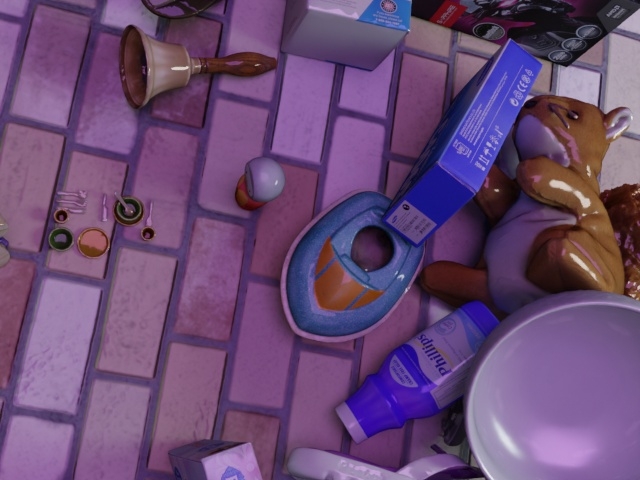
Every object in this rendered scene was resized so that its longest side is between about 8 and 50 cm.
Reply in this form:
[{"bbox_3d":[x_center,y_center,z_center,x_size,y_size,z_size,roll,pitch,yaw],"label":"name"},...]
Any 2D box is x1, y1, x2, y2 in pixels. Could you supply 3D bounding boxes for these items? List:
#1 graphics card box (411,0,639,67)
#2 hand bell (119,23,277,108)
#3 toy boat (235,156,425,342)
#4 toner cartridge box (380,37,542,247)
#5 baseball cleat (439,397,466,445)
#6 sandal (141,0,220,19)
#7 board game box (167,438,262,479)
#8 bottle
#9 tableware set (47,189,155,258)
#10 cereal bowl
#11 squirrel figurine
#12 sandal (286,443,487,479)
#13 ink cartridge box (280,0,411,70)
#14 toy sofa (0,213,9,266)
[{"bbox_3d":[0.318,-0.427,1.448,0.371,0.233,0.094,14,71,-14],"label":"graphics card box"},{"bbox_3d":[-0.180,-0.277,1.360,0.242,0.126,0.126,-9,81,-30],"label":"hand bell"},{"bbox_3d":[0.000,0.000,1.313,0.318,0.148,0.267,39,71,-5],"label":"toy boat"},{"bbox_3d":[0.224,-0.157,1.342,0.075,0.165,0.348,38,50,-5],"label":"toner cartridge box"},{"bbox_3d":[0.270,0.245,1.379,0.109,0.072,0.205,28,73,-8],"label":"baseball cleat"},{"bbox_3d":[-0.199,-0.413,1.395,0.090,0.060,0.219,51,56,-7],"label":"sandal"},{"bbox_3d":[-0.104,0.417,1.108,0.066,0.319,0.318,-16,84,-20],"label":"board game box"},{"bbox_3d":[0.156,0.208,1.322,0.283,0.092,0.118,-31,46,-4],"label":"bottle"},{"bbox_3d":[-0.324,-0.024,1.292,0.154,0.024,0.104,6,77,-15],"label":"tableware set"},{"bbox_3d":[0.370,0.223,1.233,0.339,0.141,0.338,1,103,4],"label":"cereal bowl"},{"bbox_3d":[0.414,-0.037,1.414,0.397,0.281,0.370,29,61,-23],"label":"squirrel figurine"},{"bbox_3d":[0.160,0.349,1.279,0.416,0.169,0.102,17,70,-11],"label":"sandal"},{"bbox_3d":[0.045,-0.427,1.404,0.171,0.168,0.232,9,76,-14],"label":"ink cartridge box"},{"bbox_3d":[-0.617,0.018,1.153,0.363,0.177,0.150,-34,65,-19],"label":"toy sofa"}]
